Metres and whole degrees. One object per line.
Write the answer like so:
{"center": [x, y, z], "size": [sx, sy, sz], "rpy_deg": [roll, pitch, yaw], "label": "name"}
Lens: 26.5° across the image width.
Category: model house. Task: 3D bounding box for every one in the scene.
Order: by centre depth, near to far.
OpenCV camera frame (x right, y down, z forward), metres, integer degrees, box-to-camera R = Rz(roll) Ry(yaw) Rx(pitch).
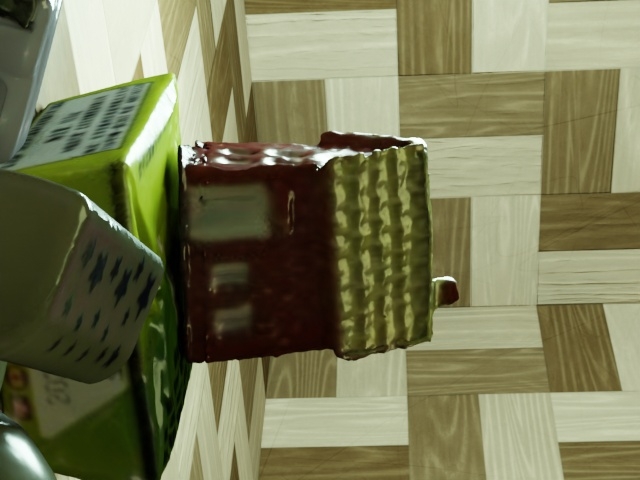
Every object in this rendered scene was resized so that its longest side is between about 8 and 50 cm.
{"center": [0.000, 0.000, 1.250], "size": [0.160, 0.254, 0.196], "rpy_deg": [-105, -166, -78], "label": "model house"}

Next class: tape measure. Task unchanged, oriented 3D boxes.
{"center": [-0.226, -0.136, 0.874], "size": [0.196, 0.105, 0.178], "rpy_deg": [-102, -151, -58], "label": "tape measure"}

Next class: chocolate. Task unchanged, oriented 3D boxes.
{"center": [-0.194, 0.026, 1.198], "size": [0.301, 0.137, 0.288], "rpy_deg": [-87, 175, -70], "label": "chocolate"}

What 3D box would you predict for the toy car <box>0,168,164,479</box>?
{"center": [-0.183, 0.152, 0.544], "size": [0.242, 0.226, 0.336], "rpy_deg": [71, 17, -80], "label": "toy car"}
